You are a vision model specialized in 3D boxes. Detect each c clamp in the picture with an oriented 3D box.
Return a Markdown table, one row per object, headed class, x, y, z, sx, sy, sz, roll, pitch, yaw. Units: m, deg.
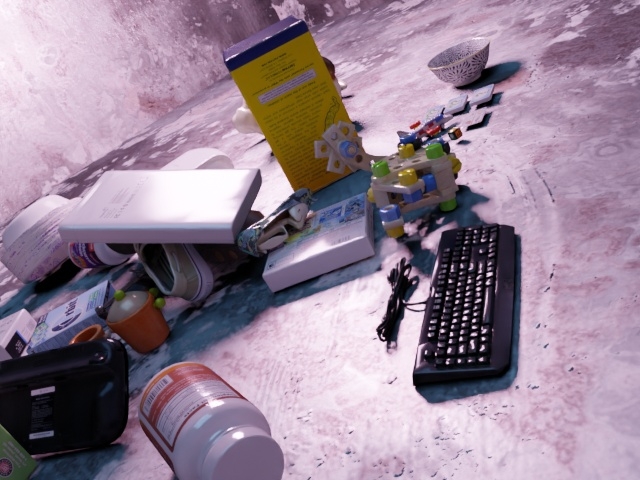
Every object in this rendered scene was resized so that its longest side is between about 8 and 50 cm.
| class | x | y | z | sx | sy | sz | roll | pitch | yaw |
| --- | --- | --- | --- | --- | --- | --- | --- | --- | --- |
| c clamp | -0.406 | 0.111 | 1.260 | 0.161 | 0.022 | 0.137 | -43 | -18 | 11 |

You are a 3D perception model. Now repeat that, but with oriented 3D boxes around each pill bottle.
| class | x | y | z | sx | sy | sz | roll | pitch | yaw |
| --- | --- | --- | --- | --- | --- | --- | --- | --- | --- |
| pill bottle | -0.573 | 0.016 | 1.620 | 0.194 | 0.108 | 0.108 | -8 | 32 | 37 |
| pill bottle | -0.136 | 0.238 | 0.749 | 0.121 | 0.121 | 0.216 | -39 | 28 | -21 |

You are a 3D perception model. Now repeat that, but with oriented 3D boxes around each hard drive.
| class | x | y | z | sx | sy | sz | roll | pitch | yaw |
| --- | --- | --- | --- | --- | --- | --- | --- | --- | --- |
| hard drive | -0.317 | -0.075 | 1.250 | 0.354 | 0.047 | 0.233 | 0 | 36 | 11 |

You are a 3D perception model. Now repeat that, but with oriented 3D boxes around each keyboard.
| class | x | y | z | sx | sy | sz | roll | pitch | yaw |
| --- | --- | --- | --- | --- | --- | --- | --- | --- | --- |
| keyboard | 0.168 | 0.076 | 0.854 | 0.202 | 0.033 | 0.317 | -15 | 27 | 27 |

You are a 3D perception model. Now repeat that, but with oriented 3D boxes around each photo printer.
| class | x | y | z | sx | sy | sz | roll | pitch | yaw |
| --- | --- | --- | --- | --- | --- | --- | --- | --- | --- |
| photo printer | -0.412 | -0.170 | 1.808 | 0.308 | 0.107 | 0.256 | -38 | 27 | -20 |

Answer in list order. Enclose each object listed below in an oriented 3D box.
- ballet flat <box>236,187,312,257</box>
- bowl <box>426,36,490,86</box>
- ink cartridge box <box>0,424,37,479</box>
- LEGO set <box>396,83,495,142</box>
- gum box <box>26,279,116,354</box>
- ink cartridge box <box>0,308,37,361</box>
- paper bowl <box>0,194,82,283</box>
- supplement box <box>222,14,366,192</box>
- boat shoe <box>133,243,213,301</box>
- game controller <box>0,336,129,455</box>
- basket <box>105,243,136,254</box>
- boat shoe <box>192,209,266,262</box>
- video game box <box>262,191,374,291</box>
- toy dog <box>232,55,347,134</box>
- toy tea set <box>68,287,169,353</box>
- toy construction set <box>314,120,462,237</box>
| class | x | y | z | sx | sy | sz | roll | pitch | yaw |
| --- | --- | --- | --- | --- | --- | --- | --- | --- | --- |
| ballet flat | -0.071 | -0.029 | 1.164 | 0.188 | 0.070 | 0.070 | -40 | 28 | -20 |
| bowl | 0.370 | -0.454 | 1.589 | 0.170 | 0.080 | 0.170 | -22 | 25 | 11 |
| ink cartridge box | -0.575 | 0.368 | 0.854 | 0.115 | 0.198 | 0.272 | -13 | 30 | 27 |
| LEGO set | 0.287 | -0.289 | 1.393 | 0.183 | 0.060 | 0.244 | -15 | 29 | 35 |
| gum box | -0.556 | 0.179 | 1.374 | 0.185 | 0.041 | 0.157 | -29 | 25 | -3 |
| ink cartridge box | -0.846 | 0.289 | 1.435 | 0.333 | 0.065 | 0.165 | -24 | 26 | 5 |
| paper bowl | -0.789 | -0.019 | 1.756 | 0.284 | 0.148 | 0.284 | -43 | 7 | 6 |
| supplement box | -0.057 | -0.313 | 1.426 | 0.195 | 0.356 | 0.194 | -27 | 26 | 2 |
| boat shoe | -0.328 | 0.011 | 1.246 | 0.302 | 0.094 | 0.109 | 41 | 104 | 34 |
| game controller | -0.443 | 0.262 | 1.001 | 0.320 | 0.166 | 0.067 | -15 | -12 | 24 |
| basket | -0.422 | -0.058 | 1.484 | 0.205 | 0.154 | 0.227 | -30 | 7 | 19 |
| boat shoe | -0.247 | -0.019 | 1.349 | 0.325 | 0.123 | 0.116 | -11 | 28 | 29 |
| video game box | 0.000 | 0.000 | 1.146 | 0.205 | 0.048 | 0.187 | -21 | 28 | 15 |
| toy dog | -0.079 | -0.426 | 1.831 | 0.396 | 0.284 | 0.408 | 4 | 16 | -19 |
| toy tea set | -0.439 | 0.188 | 1.142 | 0.336 | 0.124 | 0.200 | -39 | 27 | -21 |
| toy construction set | 0.131 | -0.127 | 1.136 | 0.215 | 0.151 | 0.328 | -26 | 36 | -15 |
